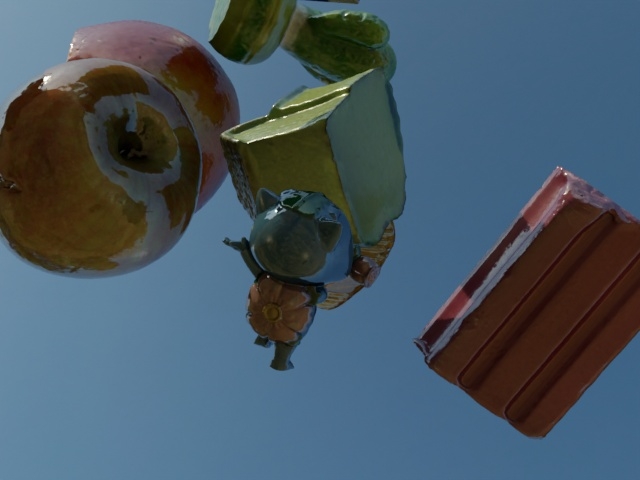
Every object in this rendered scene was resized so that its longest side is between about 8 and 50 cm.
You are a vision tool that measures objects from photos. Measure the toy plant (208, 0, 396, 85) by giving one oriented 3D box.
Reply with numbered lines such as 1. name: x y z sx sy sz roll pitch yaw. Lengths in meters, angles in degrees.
1. toy plant: -0.015 -0.346 1.356 0.315 0.224 0.185 20 -106 -21

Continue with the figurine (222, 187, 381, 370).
1. figurine: -0.019 0.034 0.824 0.114 0.144 0.178 27 -72 37

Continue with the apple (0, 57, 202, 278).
1. apple: -0.277 -0.078 0.974 0.264 0.264 0.265 7 -73 22

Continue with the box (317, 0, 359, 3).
1. box: -0.105 -0.369 0.889 0.299 0.200 0.106 10 -107 22

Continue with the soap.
1. soap: 0.345 0.097 1.233 0.233 0.128 0.360 36 -80 -13

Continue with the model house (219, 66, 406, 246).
1. model house: -0.009 -0.103 1.049 0.189 0.214 0.195 -2 -59 27

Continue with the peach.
1. peach: -0.272 -0.208 1.334 0.306 0.380 0.242 18 -52 -16

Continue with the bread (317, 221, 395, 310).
1. bread: 0.000 0.000 1.315 0.250 0.133 0.179 -42 -124 37
